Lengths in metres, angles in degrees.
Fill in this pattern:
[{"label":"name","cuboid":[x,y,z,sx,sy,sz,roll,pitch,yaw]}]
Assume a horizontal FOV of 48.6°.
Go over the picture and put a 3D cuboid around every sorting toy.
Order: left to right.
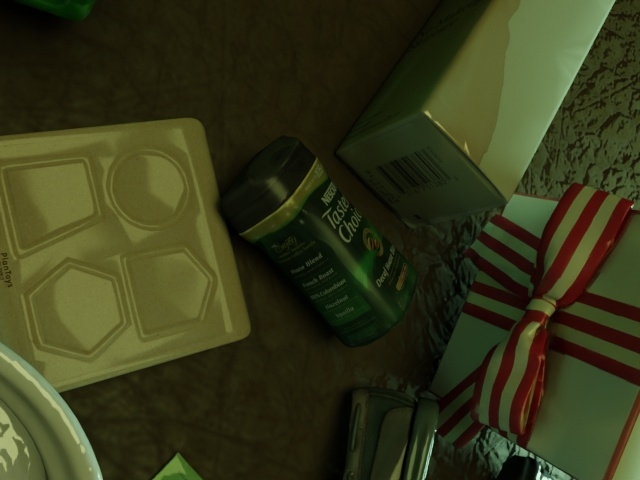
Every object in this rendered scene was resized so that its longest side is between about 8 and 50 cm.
[{"label":"sorting toy","cuboid":[-0.164,0.007,0.555,0.208,0.038,0.192,-12,88,-37]}]

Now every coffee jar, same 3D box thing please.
[{"label":"coffee jar","cuboid":[0.000,0.000,0.620,0.184,0.079,0.096,47,39,-16]}]

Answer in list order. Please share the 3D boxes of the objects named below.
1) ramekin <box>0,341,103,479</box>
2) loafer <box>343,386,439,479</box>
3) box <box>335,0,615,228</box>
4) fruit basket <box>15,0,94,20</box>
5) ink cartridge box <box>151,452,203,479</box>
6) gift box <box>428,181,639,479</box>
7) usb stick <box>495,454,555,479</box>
[{"label":"ramekin","cuboid":[-0.263,0.162,0.381,0.278,0.135,0.277,1,88,-22]},{"label":"loafer","cuboid":[0.031,0.257,0.610,0.084,0.096,0.267,16,66,10]},{"label":"box","cuboid":[0.165,-0.173,0.720,0.121,0.148,0.311,42,61,-18]},{"label":"fruit basket","cuboid":[-0.243,-0.365,0.432,0.392,0.283,0.391,2,86,-32]},{"label":"ink cartridge box","cuboid":[-0.133,0.271,0.508,0.209,0.062,0.109,-45,105,-29]},{"label":"gift box","cuboid":[0.260,0.107,0.675,0.258,0.276,0.255,24,83,-30]},{"label":"usb stick","cuboid":[0.281,0.339,0.760,0.278,0.045,0.077,47,62,-16]}]
